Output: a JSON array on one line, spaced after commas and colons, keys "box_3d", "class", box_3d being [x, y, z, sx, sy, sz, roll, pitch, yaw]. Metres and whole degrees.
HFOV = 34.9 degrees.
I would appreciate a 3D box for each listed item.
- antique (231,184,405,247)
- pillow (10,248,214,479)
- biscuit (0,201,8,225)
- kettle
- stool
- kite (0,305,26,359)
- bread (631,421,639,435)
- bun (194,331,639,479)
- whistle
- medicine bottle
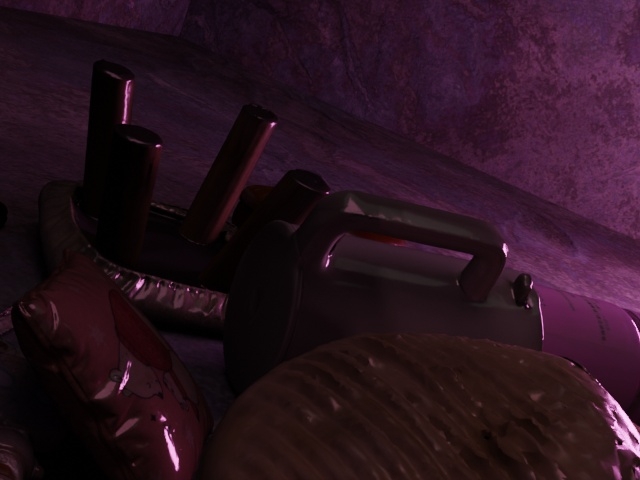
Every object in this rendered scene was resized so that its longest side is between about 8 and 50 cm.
[{"box_3d": [0.000, 0.000, 1.563, 0.278, 0.129, 0.223, 9, 19, -35], "class": "antique"}, {"box_3d": [-0.175, 0.120, 0.880, 0.236, 0.084, 0.223, 58, 7, -8], "class": "pillow"}, {"box_3d": [-0.453, -0.044, 1.326, 0.089, 0.027, 0.087, 32, 18, 35], "class": "biscuit"}, {"box_3d": [0.081, 0.093, 1.132, 0.318, 0.205, 0.265, 14, -18, -23], "class": "kettle"}, {"box_3d": [-0.179, -0.051, 1.294, 0.310, 0.226, 0.310, 12, 25, -26], "class": "stool"}, {"box_3d": [-0.342, 0.099, 1.006, 0.335, 0.011, 0.314, 24, 15, 10], "class": "kite"}, {"box_3d": [0.296, 0.269, 1.020, 0.173, 0.121, 0.311, 11, 19, -23], "class": "bread"}, {"box_3d": [0.070, 0.212, 0.746, 0.326, 0.234, 0.362, 21, 29, 28], "class": "bun"}, {"box_3d": [-0.255, 0.161, 0.824, 0.107, 0.057, 0.220, 29, 16, -21], "class": "whistle"}, {"box_3d": [0.318, 0.156, 1.336, 0.290, 0.178, 0.178, 13, 17, -25], "class": "medicine bottle"}]
